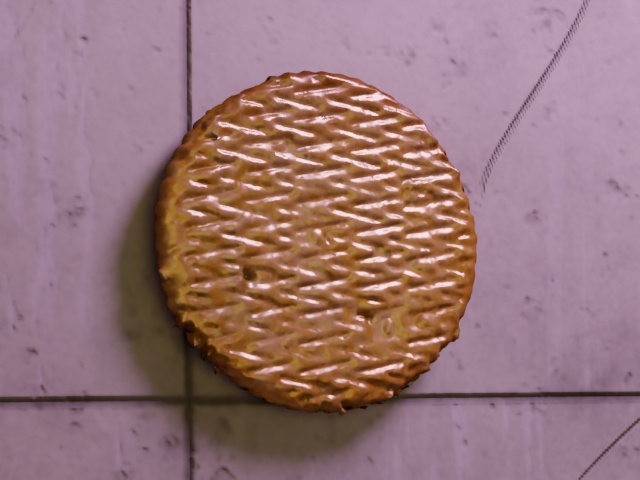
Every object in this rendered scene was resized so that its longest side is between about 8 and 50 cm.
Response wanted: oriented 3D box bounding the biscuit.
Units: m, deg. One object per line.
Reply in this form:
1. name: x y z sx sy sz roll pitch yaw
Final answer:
1. biscuit: 0.000 0.000 1.176 0.254 0.035 0.254 3 83 -24
